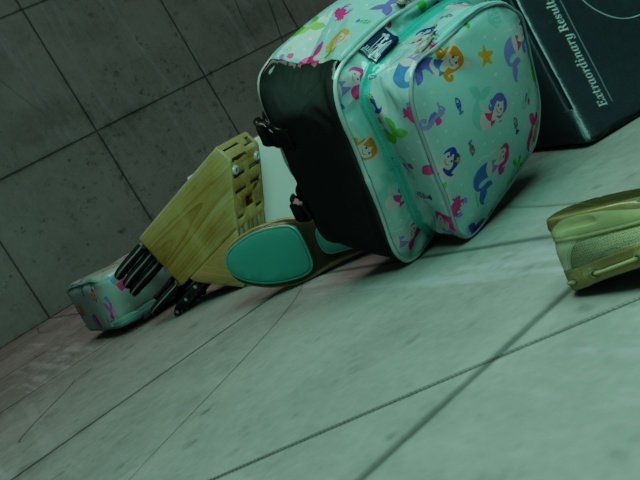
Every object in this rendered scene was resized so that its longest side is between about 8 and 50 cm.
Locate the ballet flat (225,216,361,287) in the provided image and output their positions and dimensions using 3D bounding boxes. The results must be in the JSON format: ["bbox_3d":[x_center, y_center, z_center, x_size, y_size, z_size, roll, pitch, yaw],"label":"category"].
[{"bbox_3d":[0.000,0.000,0.878,0.232,0.080,0.073,-16,5,26],"label":"ballet flat"}]

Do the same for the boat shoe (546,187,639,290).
[{"bbox_3d":[0.188,-0.005,0.382,0.153,0.048,0.056,-12,6,44],"label":"boat shoe"}]

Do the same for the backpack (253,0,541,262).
[{"bbox_3d":[0.091,-0.133,0.706,0.191,0.225,0.253,8,48,38],"label":"backpack"}]

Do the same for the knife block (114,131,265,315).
[{"bbox_3d":[-0.203,-0.020,1.122,0.242,0.275,0.088,6,25,21],"label":"knife block"}]

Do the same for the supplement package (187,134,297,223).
[{"bbox_3d":[-0.080,-0.091,1.285,0.178,0.175,0.293,-28,9,7],"label":"supplement package"}]

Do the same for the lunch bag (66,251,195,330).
[{"bbox_3d":[-0.323,0.072,1.392,0.224,0.107,0.279,-30,9,-32],"label":"lunch bag"}]

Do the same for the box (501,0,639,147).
[{"bbox_3d":[0.336,-0.321,0.838,0.395,0.293,0.212,-31,8,-7],"label":"box"}]
